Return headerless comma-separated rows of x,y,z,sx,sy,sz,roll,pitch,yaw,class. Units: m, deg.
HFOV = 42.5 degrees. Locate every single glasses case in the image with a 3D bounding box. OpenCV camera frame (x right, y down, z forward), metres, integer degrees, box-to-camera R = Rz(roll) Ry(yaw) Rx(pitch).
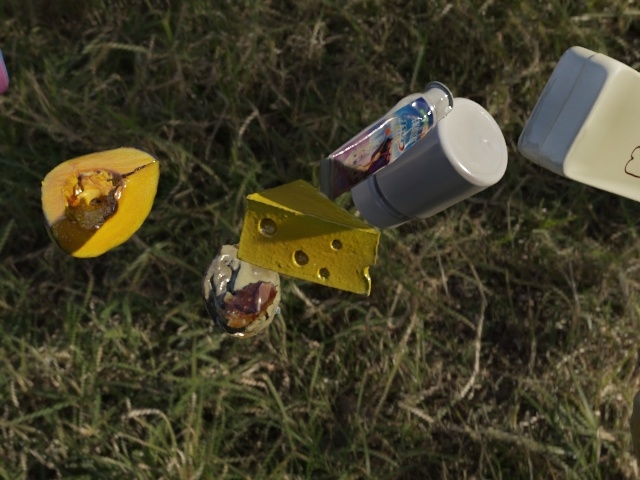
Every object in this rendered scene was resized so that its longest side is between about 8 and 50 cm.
0.356,-0.122,0.959,0.070,0.312,0.131,39,110,39,glasses case

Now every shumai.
-0.141,0.101,1.659,0.120,0.201,0.201,-5,42,49,shumai

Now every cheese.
0.000,0.000,1.044,0.171,0.093,0.126,23,24,29,cheese

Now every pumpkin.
-0.479,-0.071,1.693,0.169,0.148,0.312,17,36,28,pumpkin

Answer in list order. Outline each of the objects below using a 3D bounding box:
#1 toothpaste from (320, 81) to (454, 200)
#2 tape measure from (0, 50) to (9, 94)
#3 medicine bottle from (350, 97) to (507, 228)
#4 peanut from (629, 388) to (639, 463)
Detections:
0.096,-0.151,1.228,0.061,0.096,0.266,37,59,28,toothpaste
-0.492,-0.264,1.008,0.149,0.232,0.245,-26,18,-20,tape measure
0.236,-0.163,1.876,0.339,0.208,0.208,-29,30,50,medicine bottle
0.454,0.266,0.981,0.129,0.129,0.224,-20,53,-4,peanut
